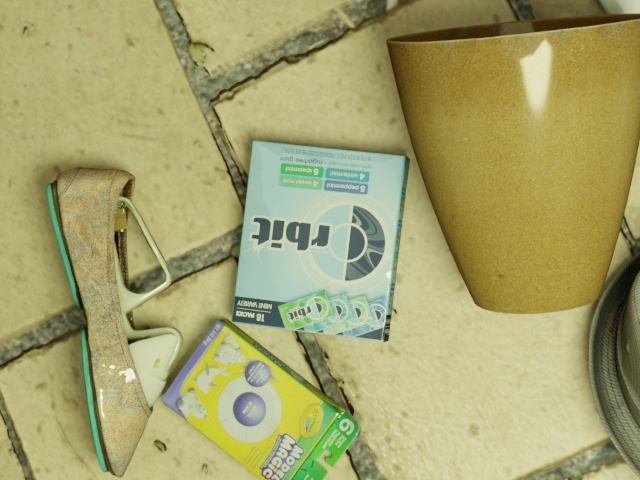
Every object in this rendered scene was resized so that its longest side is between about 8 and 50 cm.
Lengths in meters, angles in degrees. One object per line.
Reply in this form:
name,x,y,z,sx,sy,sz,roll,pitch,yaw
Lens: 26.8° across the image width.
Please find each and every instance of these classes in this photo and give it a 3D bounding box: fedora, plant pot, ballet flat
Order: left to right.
ballet flat,-0.197,0.074,1.347,0.106,0.107,0.316,-11,86,-3
plant pot,0.188,-0.070,1.230,0.237,0.237,0.254,-3,102,11
fedora,0.360,0.103,1.184,0.243,0.124,0.276,-18,65,7

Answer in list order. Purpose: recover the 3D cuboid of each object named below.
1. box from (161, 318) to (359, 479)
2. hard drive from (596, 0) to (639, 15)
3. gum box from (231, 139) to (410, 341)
box,-0.059,0.172,1.342,0.179,0.043,0.105,36,95,9
hard drive,0.312,-0.376,1.291,0.233,0.047,0.353,-33,82,8
gum box,0.000,0.000,1.338,0.156,0.041,0.184,7,90,11
